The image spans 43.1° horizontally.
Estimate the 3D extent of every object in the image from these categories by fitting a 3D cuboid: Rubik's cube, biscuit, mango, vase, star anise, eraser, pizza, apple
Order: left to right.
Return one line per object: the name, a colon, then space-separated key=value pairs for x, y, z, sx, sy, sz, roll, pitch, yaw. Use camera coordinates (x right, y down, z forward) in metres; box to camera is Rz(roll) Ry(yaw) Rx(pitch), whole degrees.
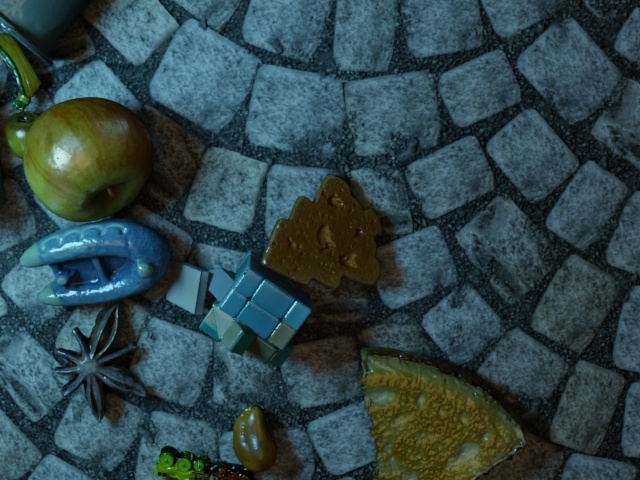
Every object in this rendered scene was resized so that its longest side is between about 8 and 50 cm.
apple: x=-0.677 y=-0.240 z=1.868 sx=0.114 sy=0.099 sz=0.102 roll=29 pitch=133 yaw=23
vase: x=-0.597 y=-0.568 z=1.786 sx=0.245 sy=0.245 sz=0.291 roll=41 pitch=86 yaw=-4
apple: x=-0.515 y=-0.182 z=1.795 sx=0.286 sy=0.286 sz=0.233 roll=-38 pitch=72 yaw=4
star anise: x=-0.528 y=0.301 z=1.934 sx=0.199 sy=0.111 sz=0.257 roll=-23 pitch=103 yaw=-13
eraser: x=-0.314 y=0.107 z=1.894 sx=0.023 sy=0.150 sz=0.103 roll=4 pitch=98 yaw=-38
Rubik's cube: x=-0.161 y=0.164 z=1.859 sx=0.265 sy=0.224 sz=0.213 roll=35 pitch=99 yaw=-9
mango: x=-0.160 y=0.481 z=1.964 sx=0.105 sy=0.084 sz=0.159 roll=-12 pitch=76 yaw=17
biscuit: x=0.000 y=0.000 z=1.882 sx=0.306 sy=0.043 sz=0.283 roll=-20 pitch=91 yaw=-20
pizza: x=0.302 y=0.447 z=1.960 sx=0.392 sy=0.080 sz=0.434 roll=-8 pitch=98 yaw=1

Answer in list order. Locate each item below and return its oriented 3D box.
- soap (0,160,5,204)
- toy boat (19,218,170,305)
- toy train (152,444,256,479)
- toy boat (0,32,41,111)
soap: x=-0.964 y=-0.192 z=1.821 sx=0.436 sy=0.213 sz=0.350 roll=-9 pitch=99 yaw=1
toy boat: x=-0.505 y=0.068 z=1.849 sx=0.330 sy=0.123 sz=0.215 roll=-10 pitch=128 yaw=-4
toy train: x=-0.281 y=0.568 z=1.987 sx=0.250 sy=0.053 sz=0.085 roll=15 pitch=104 yaw=-2
toy boat: x=-0.720 y=-0.405 z=1.857 sx=0.088 sy=0.089 sz=0.229 roll=-32 pitch=88 yaw=-17
